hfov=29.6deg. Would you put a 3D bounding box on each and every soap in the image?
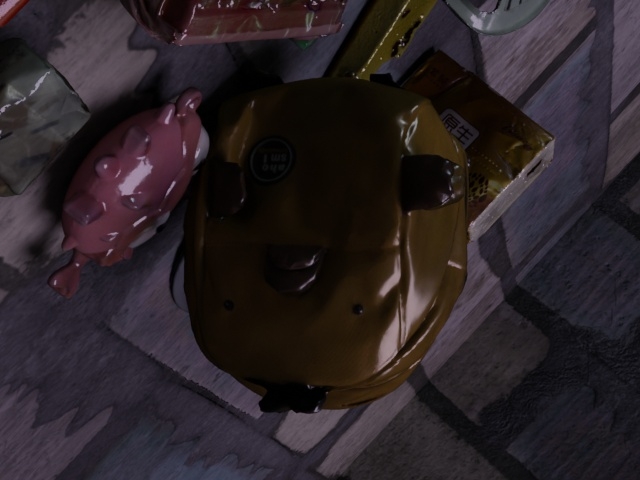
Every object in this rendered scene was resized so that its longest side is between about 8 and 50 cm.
[{"bbox_3d":[-0.053,-0.278,1.141,0.273,0.098,0.218,-18,144,-54],"label":"soap"}]

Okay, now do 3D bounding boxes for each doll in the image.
[{"bbox_3d":[-0.201,-0.049,1.253,0.262,0.093,0.211,-53,168,4],"label":"doll"}]

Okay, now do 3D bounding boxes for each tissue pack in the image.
[{"bbox_3d":[0.185,-0.133,1.687,0.183,0.226,0.092,-45,160,-6],"label":"tissue pack"}]

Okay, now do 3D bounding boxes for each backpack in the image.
[{"bbox_3d":[0.004,0.001,1.331,0.201,0.353,0.378,20,70,-66],"label":"backpack"}]

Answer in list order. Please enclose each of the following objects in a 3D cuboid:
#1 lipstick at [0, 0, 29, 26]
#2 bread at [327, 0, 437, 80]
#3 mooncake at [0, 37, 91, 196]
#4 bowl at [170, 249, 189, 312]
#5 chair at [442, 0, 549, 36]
[{"bbox_3d":[-0.176,-0.271,0.961,0.274,0.061,0.068,-45,158,1],"label":"lipstick"},{"bbox_3d":[0.090,-0.273,1.500,0.088,0.049,0.226,-13,140,-57],"label":"bread"},{"bbox_3d":[-0.272,-0.104,1.047,0.125,0.073,0.130,-43,157,-4],"label":"mooncake"},{"bbox_3d":[-0.014,0.041,1.620,0.345,0.157,0.345,-32,159,-14],"label":"bowl"},{"bbox_3d":[0.207,-0.379,1.350,0.203,0.190,0.275,-42,171,-17],"label":"chair"}]
